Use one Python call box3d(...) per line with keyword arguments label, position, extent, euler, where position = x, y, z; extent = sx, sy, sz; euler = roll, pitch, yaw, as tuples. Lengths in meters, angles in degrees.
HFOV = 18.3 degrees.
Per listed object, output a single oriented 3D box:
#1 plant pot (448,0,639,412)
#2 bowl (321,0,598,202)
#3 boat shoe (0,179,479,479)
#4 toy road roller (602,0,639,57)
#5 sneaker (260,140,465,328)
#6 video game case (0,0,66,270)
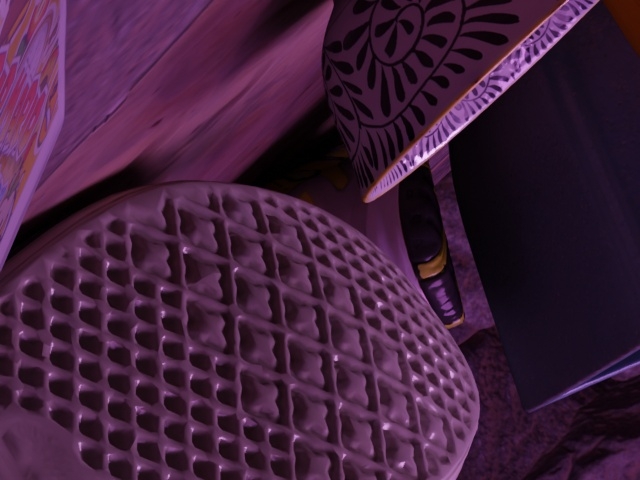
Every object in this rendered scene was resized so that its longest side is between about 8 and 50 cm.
box3d(label="plant pot", position=(0.205, -0.077, 1.156), extent=(0.248, 0.252, 0.247), euler=(-22, 171, -16))
box3d(label="bowl", position=(0.055, -0.101, 0.805), extent=(0.170, 0.080, 0.170), euler=(-42, 177, -3))
box3d(label="boat shoe", position=(-0.105, 0.105, 0.778), extent=(0.156, 0.187, 0.500), euler=(-43, 171, 35))
box3d(label="toy road roller", position=(0.141, -0.137, 0.437), extent=(0.241, 0.202, 0.329), euler=(-32, -179, 18))
box3d(label="sneaker", position=(0.000, 0.000, 1.295), extent=(0.147, 0.145, 0.384), euler=(-13, 178, 0))
box3d(label="video game case", position=(-0.101, 0.032, 0.422), extent=(0.227, 0.026, 0.206), euler=(122, -11, -76))
